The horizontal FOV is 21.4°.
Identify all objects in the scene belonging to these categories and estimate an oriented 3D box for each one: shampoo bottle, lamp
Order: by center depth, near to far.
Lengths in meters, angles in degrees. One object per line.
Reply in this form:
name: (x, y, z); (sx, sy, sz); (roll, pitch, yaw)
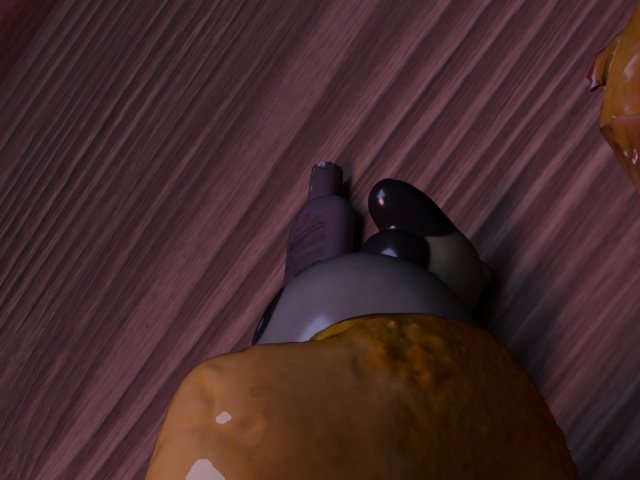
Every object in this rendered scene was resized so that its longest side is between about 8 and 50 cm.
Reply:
lamp: (0.043, 0.082, 1.253); (0.198, 0.198, 0.244); (-34, 21, 38)
shampoo bottle: (0.000, 0.000, 1.539); (0.080, 0.040, 0.165); (-35, 36, 39)

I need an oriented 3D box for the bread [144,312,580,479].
bread: (0.037, 0.239, 0.962); (0.250, 0.361, 0.394); (4, 55, 13)

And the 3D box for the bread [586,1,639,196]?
bread: (0.292, -0.091, 1.044); (0.274, 0.149, 0.274); (-47, 29, 35)
